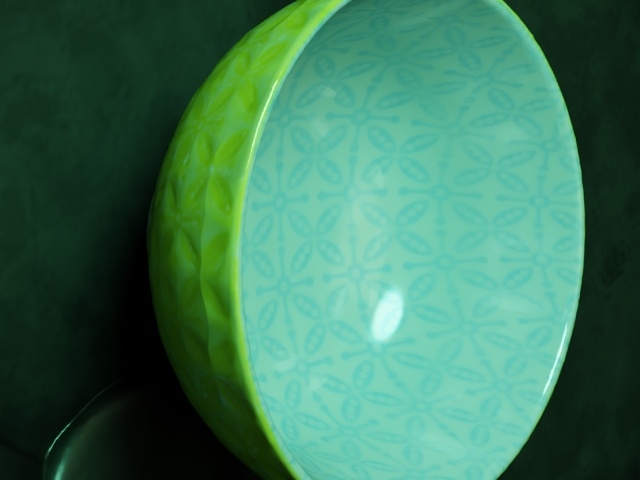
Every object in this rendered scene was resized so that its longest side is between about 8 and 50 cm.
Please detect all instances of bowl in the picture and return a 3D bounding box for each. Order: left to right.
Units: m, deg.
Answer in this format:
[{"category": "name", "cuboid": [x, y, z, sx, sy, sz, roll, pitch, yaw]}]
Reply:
[{"category": "bowl", "cuboid": [0.000, 0.000, 1.013, 0.289, 0.156, 0.290, -6, 98, -47]}]
